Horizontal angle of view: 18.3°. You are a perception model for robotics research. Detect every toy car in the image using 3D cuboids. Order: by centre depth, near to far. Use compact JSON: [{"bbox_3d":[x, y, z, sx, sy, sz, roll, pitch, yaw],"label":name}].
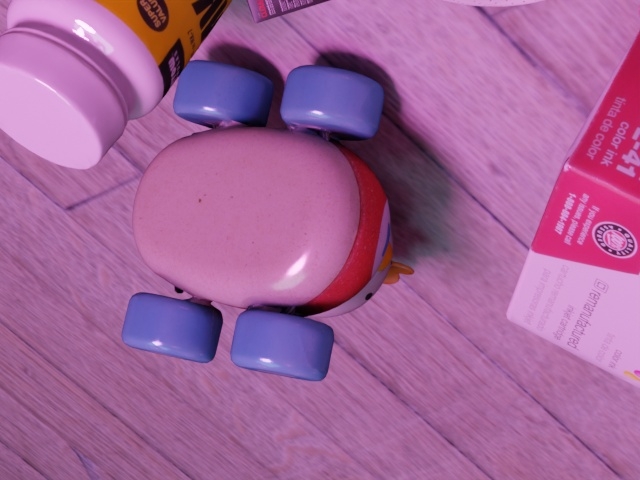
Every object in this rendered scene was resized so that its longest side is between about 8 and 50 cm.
[{"bbox_3d":[0.000,0.000,1.511,0.210,0.219,0.238,6,172,40],"label":"toy car"}]

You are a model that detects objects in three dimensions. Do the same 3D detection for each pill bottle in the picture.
[{"bbox_3d":[-0.133,-0.156,1.317,0.119,0.208,0.119,25,153,14],"label":"pill bottle"}]

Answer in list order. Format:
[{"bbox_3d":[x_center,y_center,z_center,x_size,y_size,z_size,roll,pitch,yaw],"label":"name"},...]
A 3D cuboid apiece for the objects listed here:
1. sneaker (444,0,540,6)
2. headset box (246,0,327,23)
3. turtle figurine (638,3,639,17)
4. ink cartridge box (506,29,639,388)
[{"bbox_3d":[0.006,-0.229,0.989,0.322,0.130,0.236,27,-162,-24],"label":"sneaker"},{"bbox_3d":[-0.021,-0.182,1.302,0.083,0.032,0.062,-17,141,0],"label":"headset box"},{"bbox_3d":[0.253,-0.208,0.947,0.266,0.275,0.198,23,136,-27],"label":"turtle figurine"},{"bbox_3d":[0.292,0.027,1.263,0.306,0.131,0.226,29,153,10],"label":"ink cartridge box"}]
